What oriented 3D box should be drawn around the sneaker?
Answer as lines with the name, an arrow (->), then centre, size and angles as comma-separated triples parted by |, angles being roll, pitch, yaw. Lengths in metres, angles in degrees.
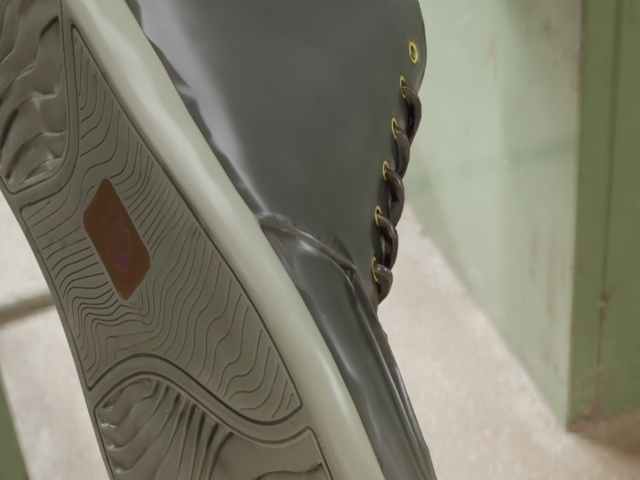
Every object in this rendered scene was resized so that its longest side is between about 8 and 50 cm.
sneaker -> 0.000, 0.000, 0.389 | 0.118, 0.083, 0.222 | -12, 69, -41
